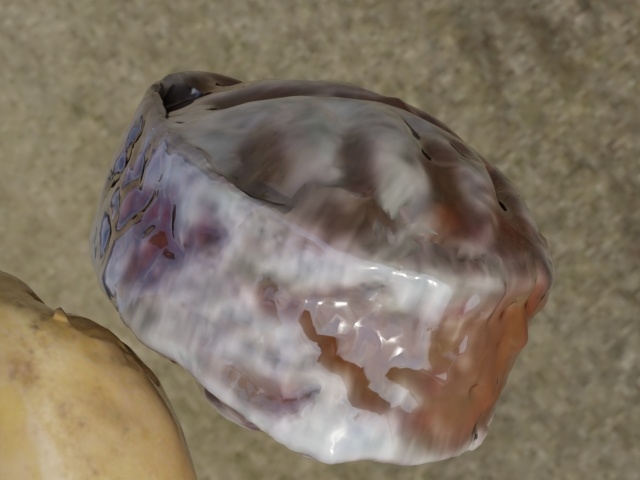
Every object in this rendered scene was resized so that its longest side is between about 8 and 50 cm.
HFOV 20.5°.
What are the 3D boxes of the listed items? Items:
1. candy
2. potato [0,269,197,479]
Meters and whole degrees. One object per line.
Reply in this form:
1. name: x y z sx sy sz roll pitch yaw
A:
1. candy: 0.000 0.000 0.877 0.289 0.214 0.157 -123 52 -65
2. potato: -0.122 0.124 0.798 0.161 0.128 0.234 -41 73 24
